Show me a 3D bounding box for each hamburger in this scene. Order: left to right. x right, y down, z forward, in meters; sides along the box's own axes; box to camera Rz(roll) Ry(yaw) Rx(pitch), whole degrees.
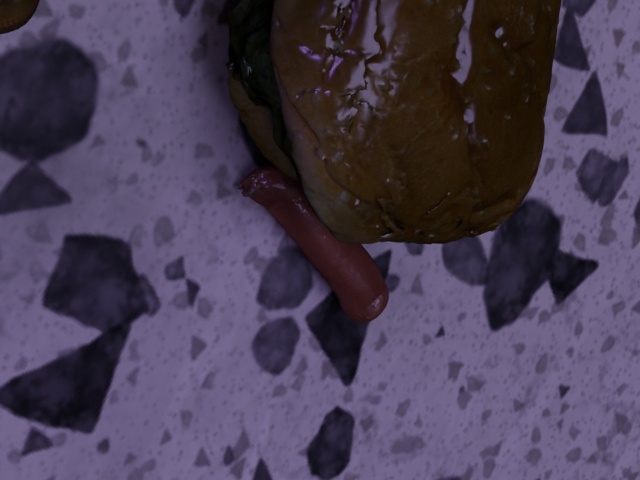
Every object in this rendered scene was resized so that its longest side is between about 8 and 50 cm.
[{"bbox_3d":[0.068,-0.138,1.037,0.265,0.134,0.285,-4,107,-40],"label":"hamburger"}]

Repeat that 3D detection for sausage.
[{"bbox_3d":[0.000,0.000,1.107,0.158,0.036,0.042,48,63,-36],"label":"sausage"}]

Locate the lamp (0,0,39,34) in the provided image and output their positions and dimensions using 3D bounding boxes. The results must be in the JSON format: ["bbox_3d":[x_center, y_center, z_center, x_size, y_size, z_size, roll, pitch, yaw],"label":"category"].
[{"bbox_3d":[-0.233,-0.166,0.800,0.185,0.161,0.161,-9,110,-35],"label":"lamp"}]
